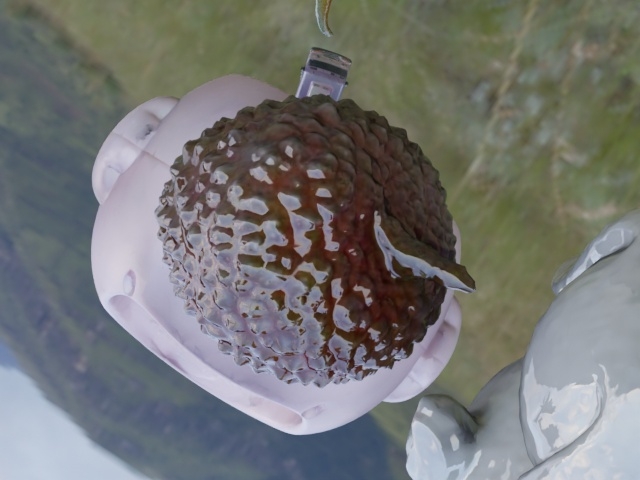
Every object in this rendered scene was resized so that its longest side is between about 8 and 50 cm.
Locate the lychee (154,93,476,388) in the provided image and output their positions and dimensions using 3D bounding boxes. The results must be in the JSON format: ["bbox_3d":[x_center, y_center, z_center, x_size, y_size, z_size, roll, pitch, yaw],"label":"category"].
[{"bbox_3d":[0.000,0.000,0.844,0.197,0.165,0.165,0,157,44],"label":"lychee"}]

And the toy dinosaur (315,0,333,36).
[{"bbox_3d":[0.013,-0.290,1.423,0.212,0.142,0.057,45,-152,-50],"label":"toy dinosaur"}]

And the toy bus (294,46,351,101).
[{"bbox_3d":[-0.006,-0.146,1.623,0.052,0.102,0.058,18,-145,-4],"label":"toy bus"}]

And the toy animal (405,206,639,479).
[{"bbox_3d":[0.169,0.098,0.814,0.206,0.271,0.265,24,153,-2],"label":"toy animal"}]

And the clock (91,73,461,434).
[{"bbox_3d":[-0.055,0.024,1.447,0.368,0.250,0.377,35,174,-6],"label":"clock"}]
